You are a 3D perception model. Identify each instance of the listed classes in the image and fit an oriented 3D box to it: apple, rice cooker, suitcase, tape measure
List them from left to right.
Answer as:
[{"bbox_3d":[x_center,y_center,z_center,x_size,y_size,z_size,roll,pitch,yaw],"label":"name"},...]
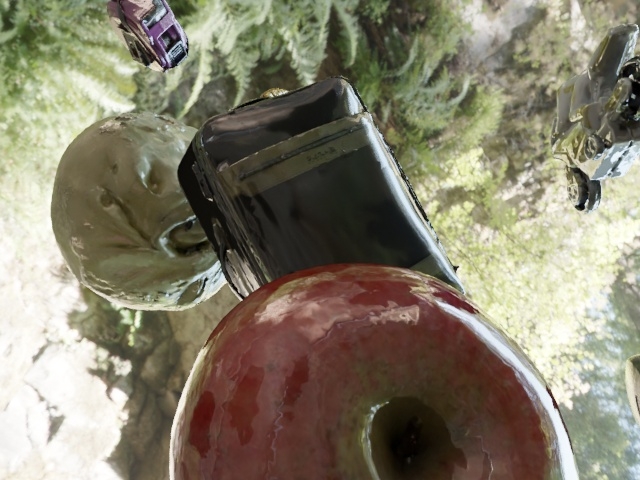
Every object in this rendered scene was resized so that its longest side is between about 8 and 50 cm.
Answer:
[{"bbox_3d":[-0.259,-0.314,0.865,0.118,0.125,0.074,30,-109,33],"label":"tape measure"},{"bbox_3d":[0.000,0.000,0.795,0.283,0.434,0.194,-27,177,-28],"label":"suitcase"},{"bbox_3d":[0.041,0.189,0.506,0.345,0.344,0.269,-64,-175,-25],"label":"apple"},{"bbox_3d":[0.528,0.235,0.875,0.118,0.203,0.142,-13,-96,26],"label":"rice cooker"}]

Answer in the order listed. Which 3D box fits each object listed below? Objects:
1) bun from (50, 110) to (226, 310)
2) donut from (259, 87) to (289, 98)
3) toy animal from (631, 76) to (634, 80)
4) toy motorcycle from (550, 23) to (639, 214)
[{"bbox_3d":[-0.277,-0.035,0.990,0.326,0.362,0.234,-38,-145,-13],"label":"bun"},{"bbox_3d":[-0.077,-0.202,1.133,0.065,0.162,0.179,-20,-100,41],"label":"donut"},{"bbox_3d":[0.684,-0.318,1.422,0.181,0.127,0.131,-19,-152,44],"label":"toy animal"},{"bbox_3d":[0.317,-0.140,0.671,0.074,0.229,0.151,-7,-124,1],"label":"toy motorcycle"}]
